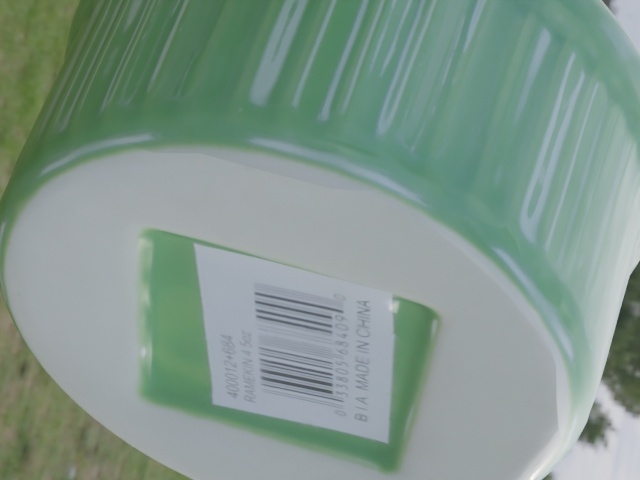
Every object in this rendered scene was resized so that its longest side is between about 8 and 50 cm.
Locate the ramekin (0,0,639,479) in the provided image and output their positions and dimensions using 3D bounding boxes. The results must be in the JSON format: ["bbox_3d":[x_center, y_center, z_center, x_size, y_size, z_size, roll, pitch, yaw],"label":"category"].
[{"bbox_3d":[0.000,0.000,0.629,0.303,0.303,0.148,94,13,-49],"label":"ramekin"}]
